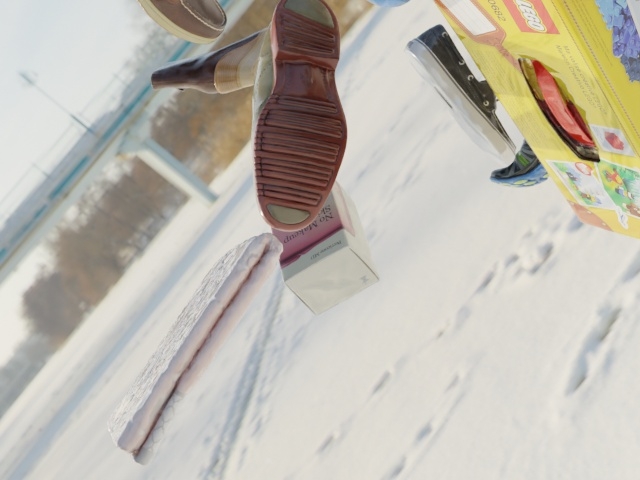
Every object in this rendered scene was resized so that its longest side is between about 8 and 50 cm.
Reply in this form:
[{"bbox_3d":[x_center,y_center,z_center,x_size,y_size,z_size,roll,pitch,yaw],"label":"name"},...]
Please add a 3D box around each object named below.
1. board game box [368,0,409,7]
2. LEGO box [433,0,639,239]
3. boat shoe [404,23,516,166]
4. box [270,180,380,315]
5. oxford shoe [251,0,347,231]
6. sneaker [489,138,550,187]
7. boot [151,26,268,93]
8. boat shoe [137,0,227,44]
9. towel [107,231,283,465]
[{"bbox_3d":[0.123,-0.530,1.874,0.133,0.169,0.033,11,47,31],"label":"board game box"},{"bbox_3d":[0.377,-0.290,1.156,0.193,0.500,0.372,20,70,50],"label":"LEGO box"},{"bbox_3d":[0.216,-0.210,1.392,0.076,0.228,0.080,-41,6,-2],"label":"boat shoe"},{"bbox_3d":[0.000,0.000,1.884,0.148,0.127,0.232,-30,43,13],"label":"box"},{"bbox_3d":[-0.038,-0.160,1.333,0.130,0.123,0.348,135,145,-61],"label":"oxford shoe"},{"bbox_3d":[0.377,-0.145,1.729,0.188,0.067,0.078,-31,61,49],"label":"sneaker"},{"bbox_3d":[-0.199,-0.351,1.889,0.248,0.206,0.090,-66,-27,-60],"label":"boot"},{"bbox_3d":[-0.243,-0.441,1.562,0.123,0.342,0.123,-22,52,24],"label":"boat shoe"},{"bbox_3d":[-0.170,0.135,1.291,0.317,0.053,0.332,-57,9,-11],"label":"towel"}]
